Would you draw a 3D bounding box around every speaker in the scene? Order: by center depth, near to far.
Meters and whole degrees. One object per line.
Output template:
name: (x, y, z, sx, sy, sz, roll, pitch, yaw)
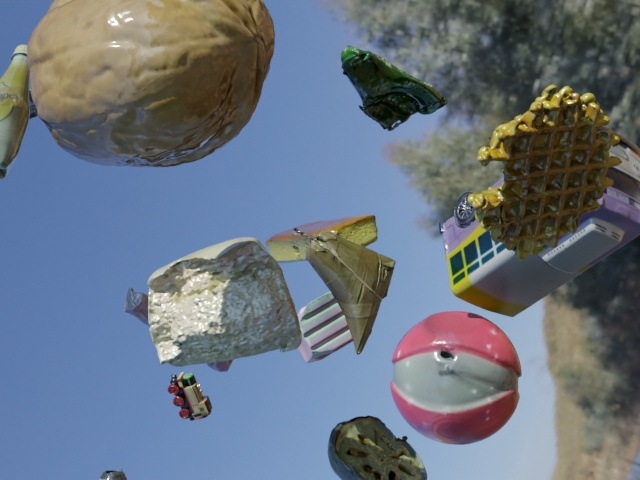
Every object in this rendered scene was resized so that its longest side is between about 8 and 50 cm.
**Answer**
speaker: (0.297, 0.311, 2.331, 0.294, 0.294, 0.294, 18, -90, -72)

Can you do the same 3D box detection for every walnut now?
walnut: (-0.210, -0.223, 1.333, 0.277, 0.313, 0.251, -7, -93, -60)

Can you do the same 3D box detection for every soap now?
soap: (0.011, 0.153, 1.903, 0.149, 0.100, 0.056, -28, -8, -37)

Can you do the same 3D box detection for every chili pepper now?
chili pepper: (0.103, -0.227, 1.547, 0.216, 0.108, 0.062, 28, -134, -51)

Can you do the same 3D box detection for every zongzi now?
zongzi: (0.020, 0.083, 1.802, 0.178, 0.189, 0.081, -69, 14, -9)

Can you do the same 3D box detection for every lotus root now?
lotus root: (0.094, 0.419, 1.961, 0.204, 0.183, 0.078, 1, -47, -44)

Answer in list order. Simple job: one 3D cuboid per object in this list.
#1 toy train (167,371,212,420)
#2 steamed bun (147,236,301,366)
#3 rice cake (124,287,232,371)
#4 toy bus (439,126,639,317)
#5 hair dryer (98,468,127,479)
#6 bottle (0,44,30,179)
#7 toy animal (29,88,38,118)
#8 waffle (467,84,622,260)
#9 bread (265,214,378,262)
toy train: (-0.343, 0.407, 2.766, 0.050, 0.087, 0.137, -66, -44, -69)
steamed bun: (-0.162, 0.093, 1.647, 0.200, 0.226, 0.170, -109, 1, -47)
rice cake: (-0.263, 0.170, 1.972, 0.270, 0.049, 0.055, 42, -112, -37)
toy bus: (0.476, -0.036, 2.240, 0.440, 0.209, 0.249, -40, 40, 39)
hair dryer: (-0.480, 0.611, 2.186, 0.225, 0.088, 0.218, -21, -77, -38)
bottle: (-0.514, -0.217, 1.721, 0.083, 0.083, 0.269, 83, -172, -52)
toy animal: (-0.618, -0.215, 2.033, 0.073, 0.176, 0.216, -65, -9, -69)
waffle: (0.307, -0.093, 1.442, 0.231, 0.051, 0.228, -45, -54, 1)
bread: (0.000, 0.000, 2.375, 0.138, 0.361, 0.077, -20, -85, -21)
